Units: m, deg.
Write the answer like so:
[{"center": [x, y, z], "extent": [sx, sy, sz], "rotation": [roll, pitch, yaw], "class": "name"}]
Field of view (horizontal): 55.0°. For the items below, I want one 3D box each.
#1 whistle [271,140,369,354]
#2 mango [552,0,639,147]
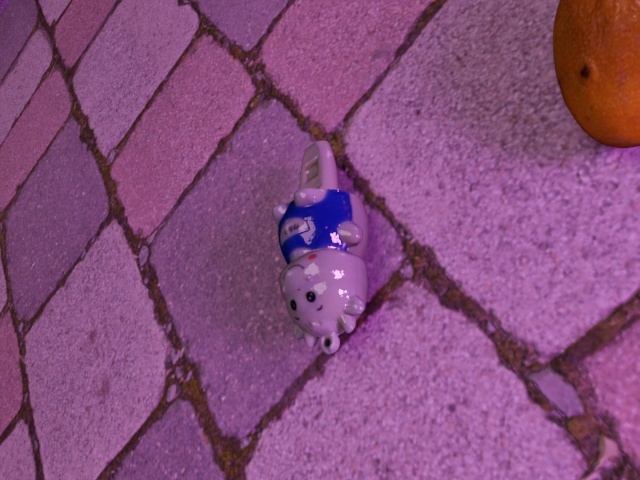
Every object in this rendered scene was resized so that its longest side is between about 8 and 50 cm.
[{"center": [0.000, 0.000, 0.647], "extent": [0.110, 0.092, 0.244], "rotation": [-30, 54, 43], "class": "whistle"}, {"center": [0.272, -0.204, 0.481], "extent": [0.157, 0.109, 0.262], "rotation": [33, 96, 41], "class": "mango"}]
